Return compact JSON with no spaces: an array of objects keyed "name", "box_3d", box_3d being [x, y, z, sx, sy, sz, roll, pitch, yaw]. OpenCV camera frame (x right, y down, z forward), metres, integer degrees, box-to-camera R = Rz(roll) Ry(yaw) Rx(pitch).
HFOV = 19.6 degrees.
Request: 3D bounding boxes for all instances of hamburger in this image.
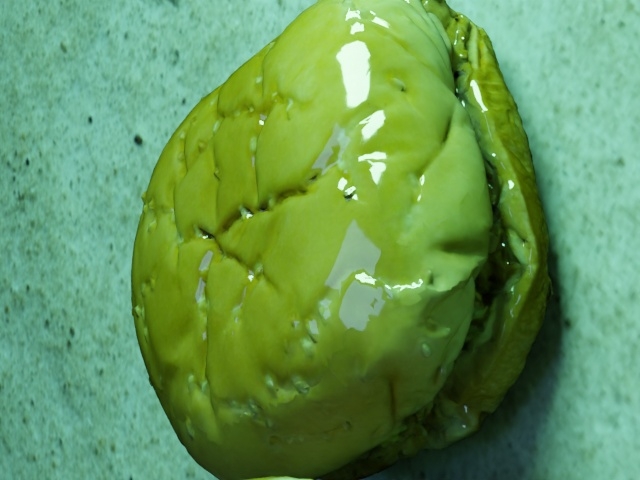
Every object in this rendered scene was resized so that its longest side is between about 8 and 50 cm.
[{"name":"hamburger","box_3d":[0.000,0.000,1.113,0.318,0.158,0.318,-18,67,51]}]

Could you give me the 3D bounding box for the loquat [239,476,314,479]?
[{"name":"loquat","box_3d":[-0.028,0.275,0.968,0.328,0.328,0.328,-14,73,52]}]
